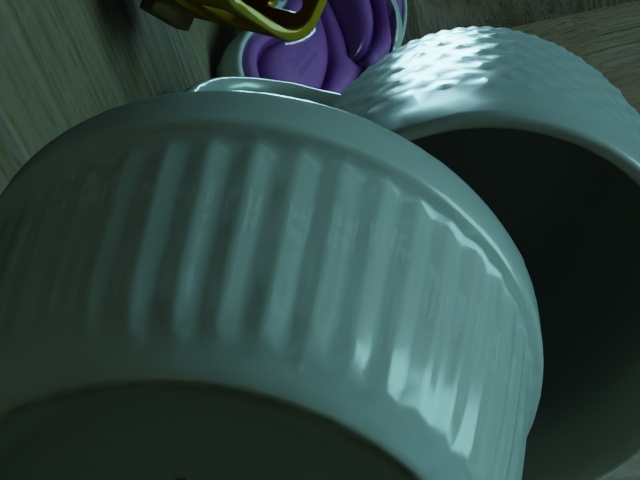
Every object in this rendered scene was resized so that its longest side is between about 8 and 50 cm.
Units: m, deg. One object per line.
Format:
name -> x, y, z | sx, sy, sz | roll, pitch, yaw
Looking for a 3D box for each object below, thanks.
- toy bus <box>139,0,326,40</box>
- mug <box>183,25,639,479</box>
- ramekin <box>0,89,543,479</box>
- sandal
toy bus -> -0.081, -0.195, 0.851 | 0.202, 0.191, 0.104 | 75, 38, -88
mug -> 0.069, -0.032, 0.917 | 0.328, 0.374, 0.276 | -78, -174, -64
ramekin -> -0.030, 0.065, 0.417 | 0.109, 0.207, 0.207 | -79, 159, -52
sandal -> 0.026, -0.234, 1.321 | 0.169, 0.102, 0.416 | 43, 41, -17
